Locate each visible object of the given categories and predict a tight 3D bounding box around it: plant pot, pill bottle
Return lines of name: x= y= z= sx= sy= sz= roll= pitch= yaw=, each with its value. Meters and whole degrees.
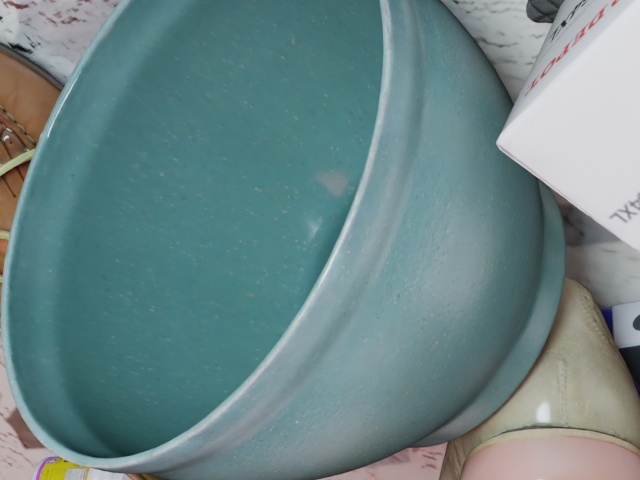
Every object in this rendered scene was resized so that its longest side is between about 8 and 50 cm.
plant pot: x=0.000 y=0.000 z=0.850 sx=0.196 sy=0.293 sz=0.293 roll=25 pitch=144 yaw=-36
pill bottle: x=-0.175 y=0.185 z=1.253 sx=0.083 sy=0.043 sz=0.043 roll=-5 pitch=127 yaw=30

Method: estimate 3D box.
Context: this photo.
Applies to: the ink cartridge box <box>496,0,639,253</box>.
ink cartridge box: x=0.169 y=-0.114 z=0.682 sx=0.086 sy=0.203 sz=0.148 roll=36 pitch=136 yaw=-7

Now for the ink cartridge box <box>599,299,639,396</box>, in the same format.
ink cartridge box: x=0.258 y=0.114 z=0.965 sx=0.208 sy=0.045 sz=0.206 roll=-12 pitch=123 yaw=37

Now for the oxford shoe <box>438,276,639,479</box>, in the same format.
oxford shoe: x=0.136 y=0.157 z=1.018 sx=0.141 sy=0.146 sz=0.397 roll=5 pitch=153 yaw=-1

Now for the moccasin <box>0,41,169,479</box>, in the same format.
moccasin: x=-0.178 y=0.017 z=1.023 sx=0.139 sy=0.147 sz=0.380 roll=-15 pitch=122 yaw=36

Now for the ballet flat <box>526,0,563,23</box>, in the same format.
ballet flat: x=0.088 y=-0.171 z=0.774 sx=0.049 sy=0.057 sz=0.173 roll=-19 pitch=122 yaw=23
